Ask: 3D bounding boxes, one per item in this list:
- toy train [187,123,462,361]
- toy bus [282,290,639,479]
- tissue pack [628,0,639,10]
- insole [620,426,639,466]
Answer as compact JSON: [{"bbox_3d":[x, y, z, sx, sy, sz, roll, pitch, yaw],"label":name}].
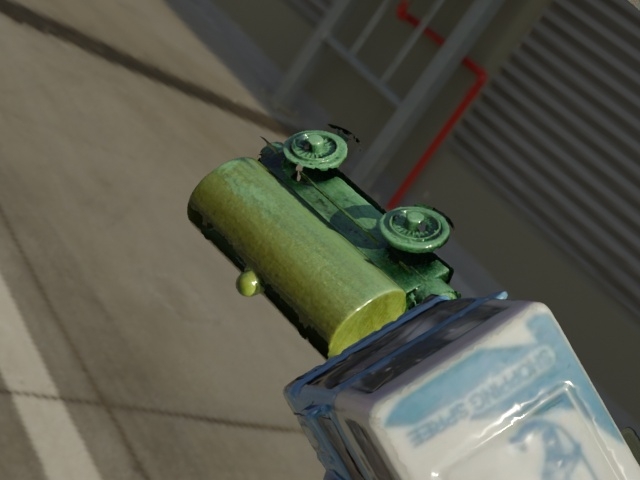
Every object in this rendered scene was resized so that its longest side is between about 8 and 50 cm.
[{"bbox_3d":[-0.001,-0.006,1.107,0.189,0.126,0.307,-16,43,-34],"label":"toy train"},{"bbox_3d":[0.103,0.168,0.475,0.297,0.106,0.131,60,-17,-1],"label":"toy bus"},{"bbox_3d":[0.174,-0.149,0.606,0.056,0.023,0.108,-9,47,-35],"label":"tissue pack"},{"bbox_3d":[0.196,0.167,0.629,0.002,0.053,0.152,-2,41,-11],"label":"insole"}]
